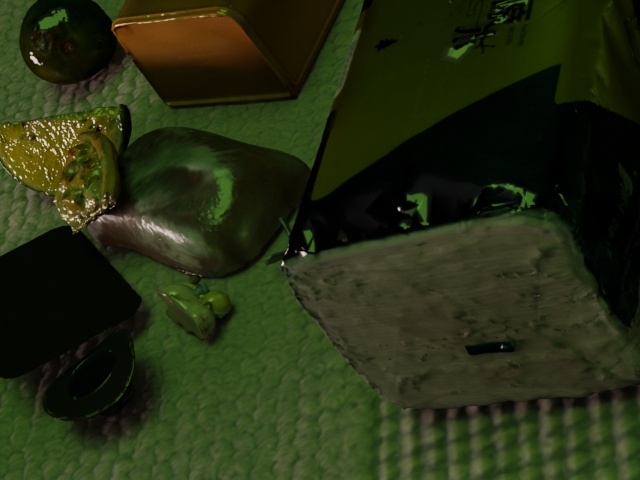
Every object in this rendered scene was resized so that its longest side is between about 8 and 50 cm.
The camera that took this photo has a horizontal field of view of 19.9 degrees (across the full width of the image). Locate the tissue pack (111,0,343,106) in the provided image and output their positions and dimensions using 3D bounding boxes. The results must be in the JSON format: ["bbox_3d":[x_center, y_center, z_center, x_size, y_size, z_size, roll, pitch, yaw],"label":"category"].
[{"bbox_3d":[-0.086,-0.299,2.042,0.194,0.145,0.274,-3,50,38],"label":"tissue pack"}]

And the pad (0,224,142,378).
[{"bbox_3d":[-0.353,0.118,1.907,0.323,0.055,0.250,-44,34,-3],"label":"pad"}]

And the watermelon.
[{"bbox_3d":[-0.281,-0.091,2.035,0.182,0.092,0.075,-5,63,24],"label":"watermelon"}]

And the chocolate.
[{"bbox_3d":[-0.144,-0.057,1.897,0.254,0.080,0.157,15,63,46],"label":"chocolate"}]

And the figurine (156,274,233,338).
[{"bbox_3d":[-0.120,0.061,1.798,0.051,0.047,0.083,-39,42,-17],"label":"figurine"}]

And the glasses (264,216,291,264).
[{"bbox_3d":[0.000,0.000,1.775,0.104,0.062,0.140,-25,35,51],"label":"glasses"}]

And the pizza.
[{"bbox_3d":[-0.249,-0.063,1.924,0.099,0.036,0.160,-52,27,12],"label":"pizza"}]

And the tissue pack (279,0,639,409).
[{"bbox_3d":[0.164,-0.092,1.560,0.264,0.253,0.416,-9,46,31],"label":"tissue pack"}]

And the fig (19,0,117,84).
[{"bbox_3d":[-0.310,-0.257,2.212,0.117,0.117,0.177,-34,29,6],"label":"fig"}]

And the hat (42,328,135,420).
[{"bbox_3d":[-0.211,0.142,1.779,0.121,0.050,0.121,-30,33,22],"label":"hat"}]
